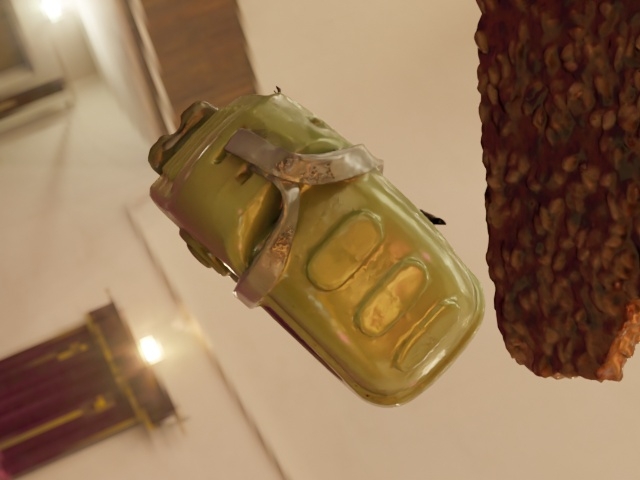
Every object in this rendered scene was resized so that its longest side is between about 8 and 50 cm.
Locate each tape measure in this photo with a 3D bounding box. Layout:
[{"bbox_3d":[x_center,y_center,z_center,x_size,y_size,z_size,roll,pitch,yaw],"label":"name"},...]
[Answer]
[{"bbox_3d":[0.000,0.000,0.669,0.154,0.087,0.177,46,-3,-9],"label":"tape measure"}]

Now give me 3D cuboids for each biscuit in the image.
[{"bbox_3d":[0.093,-0.070,0.474,0.131,0.026,0.237,3,-84,58],"label":"biscuit"}]
